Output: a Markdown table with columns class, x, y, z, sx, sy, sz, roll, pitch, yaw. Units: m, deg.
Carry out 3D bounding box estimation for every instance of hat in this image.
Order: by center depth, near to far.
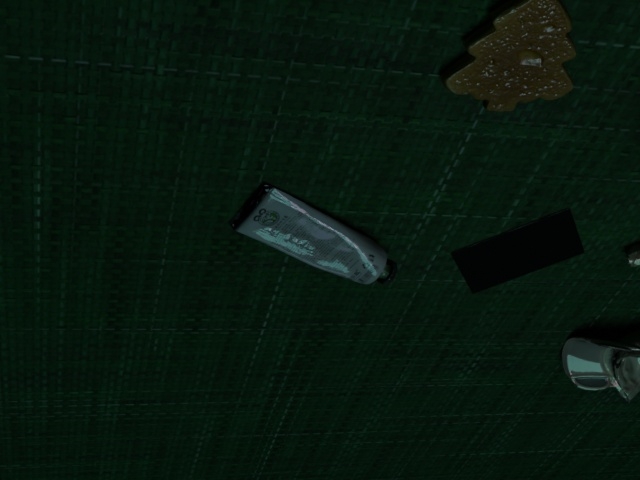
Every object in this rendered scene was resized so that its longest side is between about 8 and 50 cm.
| class | x | y | z | sx | sy | sz | roll | pitch | yaw |
| --- | --- | --- | --- | --- | --- | --- | --- | --- | --- |
| hat | 0.700 | 0.267 | 2.142 | 0.226 | 0.164 | 0.219 | 28 | 142 | 14 |

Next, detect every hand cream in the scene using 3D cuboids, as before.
| class | x | y | z | sx | sy | sz | roll | pitch | yaw |
| --- | --- | --- | --- | --- | --- | --- | --- | --- | --- |
| hand cream | 0.000 | 0.000 | 1.642 | 0.336 | 0.076 | 0.121 | 25 | 124 | -29 |

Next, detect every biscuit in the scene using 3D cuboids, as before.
| class | x | y | z | sx | sy | sz | roll | pitch | yaw |
| --- | --- | --- | --- | --- | --- | --- | --- | --- | --- |
| biscuit | 0.301 | -0.290 | 1.362 | 0.212 | 0.041 | 0.239 | 3 | 140 | -8 |

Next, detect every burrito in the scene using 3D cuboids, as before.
| class | x | y | z | sx | sy | sz | roll | pitch | yaw |
| --- | --- | --- | --- | --- | --- | --- | --- | --- | --- |
| burrito | 0.699 | 0.014 | 1.840 | 0.149 | 0.055 | 0.041 | -20 | 111 | 13 |

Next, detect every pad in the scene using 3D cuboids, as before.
| class | x | y | z | sx | sy | sz | roll | pitch | yaw |
| --- | --- | --- | --- | --- | --- | --- | --- | --- | --- |
| pad | 0.400 | 0.026 | 1.812 | 0.245 | 0.006 | 0.170 | -22 | 140 | 13 |
